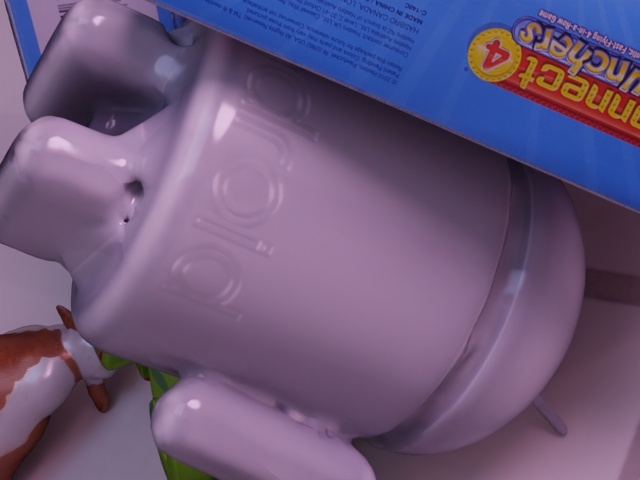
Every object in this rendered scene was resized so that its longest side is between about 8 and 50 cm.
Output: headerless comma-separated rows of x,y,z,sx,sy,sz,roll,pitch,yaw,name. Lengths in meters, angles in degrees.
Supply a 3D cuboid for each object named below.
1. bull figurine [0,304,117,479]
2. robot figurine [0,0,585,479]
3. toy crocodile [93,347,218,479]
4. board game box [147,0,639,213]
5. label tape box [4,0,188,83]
-0.288,0.149,0.873,0.310,0.101,0.188,-52,38,-11,bull figurine
0.000,0.000,0.601,0.200,0.353,0.300,-27,45,60,robot figurine
-0.079,0.099,0.748,0.115,0.105,0.340,-19,43,-22,toy crocodile
0.078,-0.140,0.583,0.302,0.308,0.086,-68,2,-68,board game box
-0.137,-0.149,0.813,0.106,0.241,0.334,-8,30,0,label tape box
